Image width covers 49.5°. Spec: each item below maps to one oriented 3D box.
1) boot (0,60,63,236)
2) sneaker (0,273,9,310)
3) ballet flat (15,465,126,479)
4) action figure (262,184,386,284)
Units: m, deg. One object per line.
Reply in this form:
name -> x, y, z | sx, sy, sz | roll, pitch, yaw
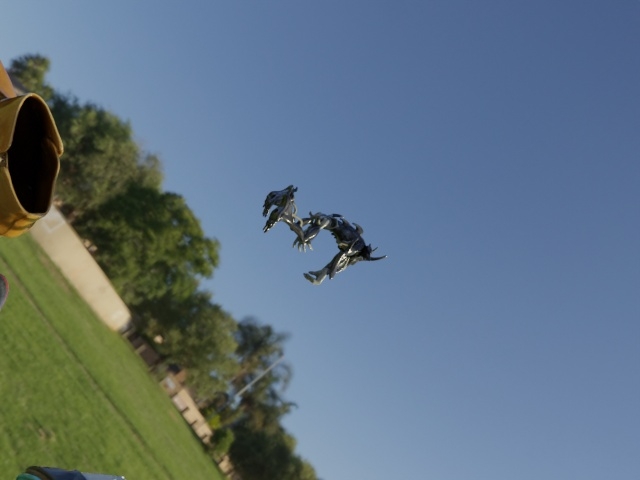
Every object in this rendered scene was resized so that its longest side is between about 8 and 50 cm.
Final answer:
boot -> -0.386, -0.151, 0.851 | 0.211, 0.104, 0.295 | -17, -98, 48
sneaker -> -0.594, 0.134, 1.141 | 0.135, 0.276, 0.098 | -27, -70, 31
ballet flat -> -0.236, 0.312, 0.753 | 0.280, 0.096, 0.095 | 13, -73, 47
action figure -> 0.000, 0.000, 1.443 | 0.275, 0.141, 0.164 | 31, 16, -27
